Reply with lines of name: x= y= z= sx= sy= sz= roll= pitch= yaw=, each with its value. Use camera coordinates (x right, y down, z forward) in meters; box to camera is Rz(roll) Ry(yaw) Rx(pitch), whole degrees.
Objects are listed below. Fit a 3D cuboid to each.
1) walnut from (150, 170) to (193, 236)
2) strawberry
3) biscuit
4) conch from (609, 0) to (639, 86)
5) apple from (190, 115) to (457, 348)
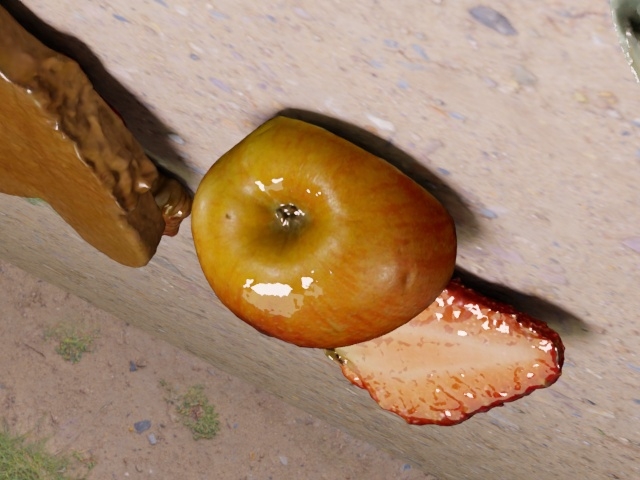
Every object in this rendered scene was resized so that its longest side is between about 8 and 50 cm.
walnut: x=-0.207 y=-0.045 z=1.167 sx=0.143 sy=0.069 sz=0.170 roll=26 pitch=163 yaw=7
strawberry: x=0.111 y=0.083 z=1.010 sx=0.236 sy=0.107 sz=0.175 roll=22 pitch=128 yaw=16
biscuit: x=-0.319 y=-0.129 z=1.012 sx=0.394 sy=0.076 sz=0.368 roll=12 pitch=149 yaw=41
conch: x=0.152 y=-0.080 z=0.426 sx=0.085 sy=0.056 sz=0.076 roll=67 pitch=167 yaw=-22
apple: x=0.000 y=0.000 z=0.825 sx=0.195 sy=0.160 sz=0.173 roll=28 pitch=-171 yaw=20
